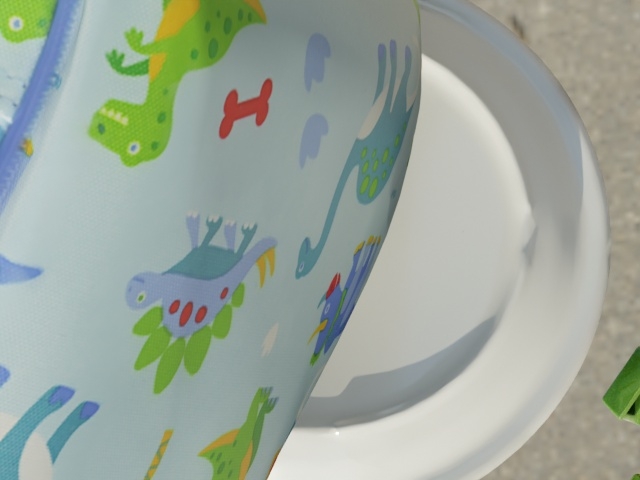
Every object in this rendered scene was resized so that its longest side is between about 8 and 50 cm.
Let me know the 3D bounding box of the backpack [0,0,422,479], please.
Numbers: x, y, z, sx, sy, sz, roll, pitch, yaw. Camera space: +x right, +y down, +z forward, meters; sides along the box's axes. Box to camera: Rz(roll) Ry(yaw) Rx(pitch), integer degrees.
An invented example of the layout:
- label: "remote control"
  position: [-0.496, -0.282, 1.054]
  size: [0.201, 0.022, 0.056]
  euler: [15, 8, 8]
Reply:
- label: "backpack"
  position: [-0.110, -0.005, 0.497]
  size: [0.273, 0.355, 0.290]
  euler: [43, -174, 15]

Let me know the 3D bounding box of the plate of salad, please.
- label: "plate of salad"
  position: [0.000, 0.000, 0.645]
  size: [0.048, 0.200, 0.200]
  euler: [86, 172, -77]

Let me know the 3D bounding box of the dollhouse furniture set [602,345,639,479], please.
- label: "dollhouse furniture set"
  position: [0.188, 0.108, 0.810]
  size: [0.076, 0.058, 0.151]
  euler: [-59, 40, 14]
